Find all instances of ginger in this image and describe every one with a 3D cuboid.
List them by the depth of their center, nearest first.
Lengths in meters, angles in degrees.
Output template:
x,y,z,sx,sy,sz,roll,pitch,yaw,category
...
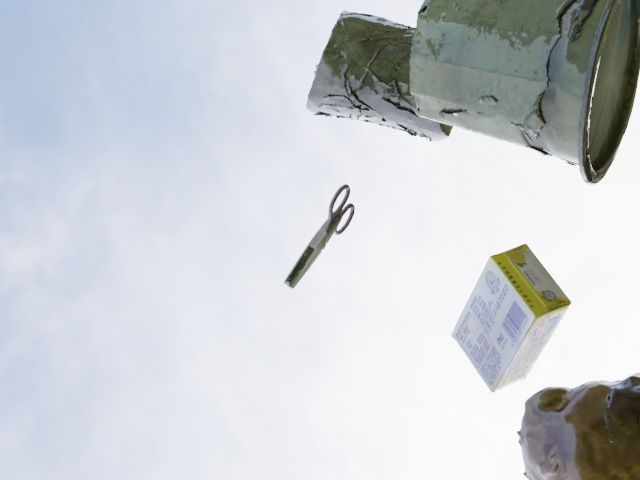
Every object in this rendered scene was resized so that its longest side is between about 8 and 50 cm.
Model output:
x,y,z,sx,sy,sz,roll,pitch,yaw,category
0.407,0.302,1.719,0.269,0.223,0.201,13,-117,-59,ginger

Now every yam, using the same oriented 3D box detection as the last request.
x,y,z,sx,sy,sz,roll,pitch,yaw,category
0.127,-0.288,2.144,0.201,0.271,0.203,-17,-55,-83,yam

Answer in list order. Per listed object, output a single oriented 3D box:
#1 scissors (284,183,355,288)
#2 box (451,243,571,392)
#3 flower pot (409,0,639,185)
x,y,z,sx,sy,sz,roll,pitch,yaw,category
0.000,0.000,1.727,0.176,0.022,0.085,-55,-27,-25,scissors
0.376,0.156,2.397,0.097,0.265,0.168,-15,-127,-28,box
0.200,-0.172,1.191,0.212,0.202,0.212,11,-90,-69,flower pot
